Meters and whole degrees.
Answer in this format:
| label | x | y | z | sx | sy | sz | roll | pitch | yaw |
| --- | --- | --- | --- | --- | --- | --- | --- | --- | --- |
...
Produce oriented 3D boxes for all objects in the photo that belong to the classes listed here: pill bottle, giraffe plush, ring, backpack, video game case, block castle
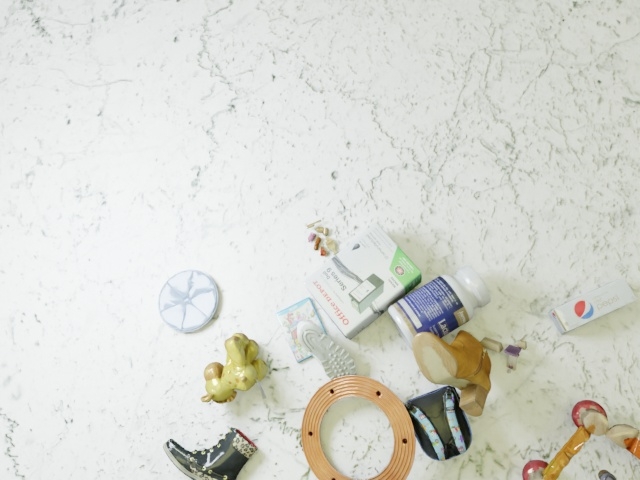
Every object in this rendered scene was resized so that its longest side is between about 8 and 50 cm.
| label | x | y | z | sx | sy | sz | roll | pitch | yaw |
| --- | --- | --- | --- | --- | --- | --- | --- | --- | --- |
| pill bottle | 0.339 | 0.190 | 1.507 | 0.264 | 0.153 | 0.153 | -31 | 72 | -1 |
| giraffe plush | -0.264 | 0.395 | 1.537 | 0.170 | 0.181 | 0.210 | -29 | 54 | 12 |
| ring | 0.101 | 0.544 | 1.463 | 0.336 | 0.032 | 0.337 | -3 | 81 | 23 |
| backpack | 0.325 | 0.500 | 1.438 | 0.158 | 0.117 | 0.173 | -23 | 72 | 1 |
| video game case | -0.052 | 0.272 | 1.614 | 0.119 | 0.015 | 0.166 | -27 | 72 | 0 |
| block castle | 0.767 | 0.640 | 1.291 | 0.453 | 0.213 | 0.303 | 38 | 94 | 23 |

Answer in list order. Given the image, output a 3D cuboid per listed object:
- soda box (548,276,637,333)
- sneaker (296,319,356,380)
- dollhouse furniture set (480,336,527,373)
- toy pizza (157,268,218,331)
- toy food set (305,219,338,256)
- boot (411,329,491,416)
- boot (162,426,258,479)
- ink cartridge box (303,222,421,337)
| label | x | y | z | sx | sy | sz | roll | pitch | yaw |
| --- | --- | --- | --- | --- | --- | --- | --- | --- | --- |
| soda box | 0.766 | 0.185 | 1.490 | 0.216 | 0.069 | 0.074 | -25 | 72 | 1 |
| sneaker | 0.019 | 0.324 | 1.543 | 0.090 | 0.095 | 0.235 | -39 | 100 | -7 |
| dollhouse furniture set | 0.519 | 0.323 | 1.519 | 0.114 | 0.091 | 0.081 | 18 | 119 | 35 |
| toy pizza | -0.420 | 0.192 | 1.683 | 0.201 | 0.032 | 0.201 | -3 | 73 | 9 |
| toy food set | 0.000 | 0.000 | 1.684 | 0.077 | 0.019 | 0.122 | -23 | 80 | 2 |
| boot | 0.358 | 0.303 | 1.418 | 0.104 | 0.211 | 0.295 | -30 | 106 | 34 |
| boot | -0.315 | 0.603 | 1.523 | 0.236 | 0.085 | 0.179 | 36 | 80 | 10 |
| ink cartridge box | 0.126 | 0.125 | 1.574 | 0.289 | 0.121 | 0.211 | -40 | 72 | -3 |
